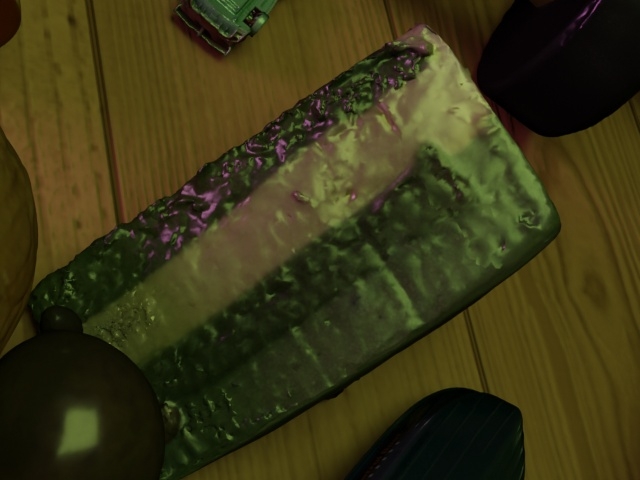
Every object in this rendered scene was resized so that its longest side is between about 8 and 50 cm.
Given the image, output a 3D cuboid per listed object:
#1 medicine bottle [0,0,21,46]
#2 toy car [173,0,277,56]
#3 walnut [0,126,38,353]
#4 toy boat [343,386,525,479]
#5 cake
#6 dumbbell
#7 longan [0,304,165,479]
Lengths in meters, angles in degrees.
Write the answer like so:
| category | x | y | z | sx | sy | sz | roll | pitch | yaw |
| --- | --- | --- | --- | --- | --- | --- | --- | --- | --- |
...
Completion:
| category | x | y | z | sx | sy | sz | roll | pitch | yaw |
| --- | --- | --- | --- | --- | --- | --- | --- | --- | --- |
| medicine bottle | -0.229 | -0.206 | 0.647 | 0.096 | 0.096 | 0.191 | 2 | 65 | -32 |
| toy car | -0.053 | -0.182 | 0.789 | 0.059 | 0.035 | 0.122 | 40 | 42 | -10 |
| walnut | -0.216 | 0.012 | 0.501 | 0.165 | 0.165 | 0.197 | 36 | 43 | -12 |
| toy boat | 0.056 | 0.158 | 0.651 | 0.093 | 0.103 | 0.246 | 55 | 40 | -4 |
| cake | -0.005 | 0.003 | 0.638 | 0.284 | 0.172 | 0.158 | -29 | 81 | -38 |
| dumbbell | 0.110 | -0.243 | 0.820 | 0.322 | 0.204 | 0.203 | 36 | 52 | -13 |
| longan | -0.125 | 0.090 | 0.551 | 0.106 | 0.106 | 0.119 | 8 | 54 | -30 |
